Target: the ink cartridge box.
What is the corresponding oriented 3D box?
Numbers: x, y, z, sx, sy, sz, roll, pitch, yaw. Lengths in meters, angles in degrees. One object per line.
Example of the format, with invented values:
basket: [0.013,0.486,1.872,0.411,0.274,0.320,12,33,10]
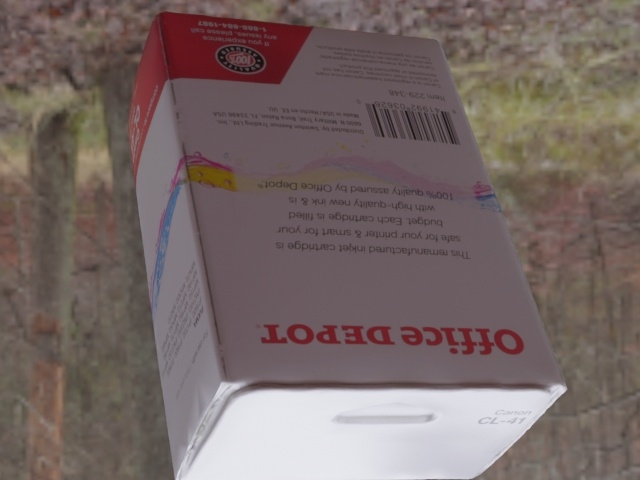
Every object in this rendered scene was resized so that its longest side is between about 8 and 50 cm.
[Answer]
ink cartridge box: [0.000,0.000,0.781,0.226,0.306,0.131,4,143,-22]
